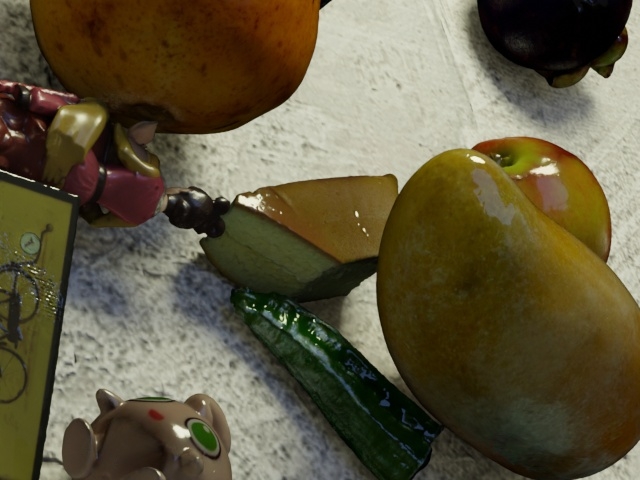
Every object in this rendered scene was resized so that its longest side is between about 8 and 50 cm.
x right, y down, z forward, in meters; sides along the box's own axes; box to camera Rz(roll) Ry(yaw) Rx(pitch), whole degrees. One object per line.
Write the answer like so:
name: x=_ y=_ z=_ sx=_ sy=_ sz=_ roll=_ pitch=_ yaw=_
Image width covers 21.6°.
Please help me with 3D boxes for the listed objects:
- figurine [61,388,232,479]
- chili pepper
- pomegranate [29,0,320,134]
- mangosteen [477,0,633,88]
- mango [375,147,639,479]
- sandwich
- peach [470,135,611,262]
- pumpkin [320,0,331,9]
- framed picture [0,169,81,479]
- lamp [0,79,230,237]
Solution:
figurine: x=-0.122 y=0.171 z=1.255 sx=0.138 sy=0.125 sz=0.125 roll=13 pitch=49 yaw=-58
chili pepper: x=0.004 y=0.121 z=1.477 sx=0.227 sy=0.059 sz=0.088 roll=43 pitch=43 yaw=-6
pomegranate: x=-0.127 y=-0.218 z=1.473 sx=0.264 sy=0.264 sz=0.264 roll=26 pitch=44 yaw=-28
mangosteen: x=0.290 y=-0.278 z=2.009 sx=0.230 sy=0.194 sz=0.194 roll=47 pitch=29 yaw=-47
mango: x=0.174 y=0.078 z=1.504 sx=0.384 sy=0.221 sz=0.199 roll=60 pitch=42 yaw=-37
sandwich: x=0.000 y=0.000 z=1.540 sx=0.258 sy=0.094 sz=0.096 roll=-9 pitch=65 yaw=-50
peach: x=0.202 y=-0.006 z=1.687 sx=0.197 sy=0.197 sz=0.197 roll=26 pitch=44 yaw=-28
pumpkin: x=-0.045 y=-0.344 z=1.663 sx=0.248 sy=0.248 sz=0.248 roll=26 pitch=44 yaw=-28
framed picture: x=-0.328 y=0.033 z=1.197 sx=0.324 sy=0.013 sz=0.244 roll=20 pitch=64 yaw=-33
lamp: x=-0.197 y=-0.064 z=1.380 sx=0.253 sy=0.118 sz=0.118 roll=10 pitch=53 yaw=-32
